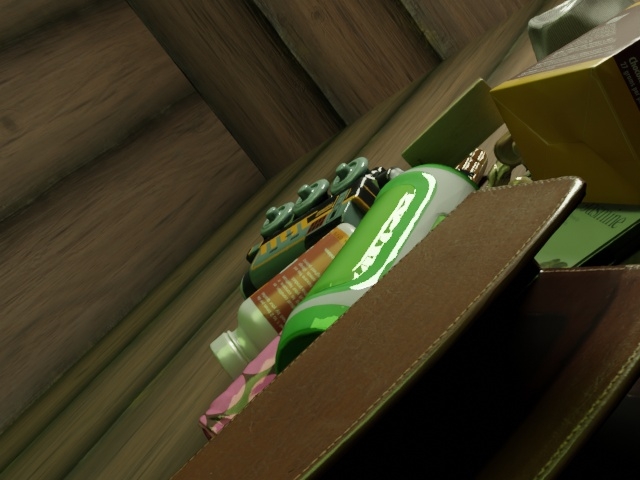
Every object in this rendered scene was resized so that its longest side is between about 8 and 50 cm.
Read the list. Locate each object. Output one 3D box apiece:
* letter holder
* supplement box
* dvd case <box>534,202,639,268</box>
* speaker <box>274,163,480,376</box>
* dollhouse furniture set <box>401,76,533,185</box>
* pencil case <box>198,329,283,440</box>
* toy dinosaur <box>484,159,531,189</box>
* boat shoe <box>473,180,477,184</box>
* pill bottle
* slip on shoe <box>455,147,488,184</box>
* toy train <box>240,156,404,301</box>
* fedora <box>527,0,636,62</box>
[{"bbox_3d":[0.086,0.111,0.431,0.302,0.152,0.214,-42,13,-20],"label":"letter holder"},{"bbox_3d":[0.301,-0.137,0.747,0.194,0.129,0.191,-32,11,-10],"label":"supplement box"},{"bbox_3d":[0.195,0.027,0.770,0.253,0.022,0.180,-37,10,6],"label":"dvd case"},{"bbox_3d":[0.068,0.040,0.741,0.131,0.131,0.296,-30,13,36],"label":"speaker"},{"bbox_3d":[0.175,-0.083,0.910,0.144,0.151,0.123,-43,8,17],"label":"dollhouse furniture set"},{"bbox_3d":[-0.021,0.145,0.818,0.209,0.098,0.095,-41,55,-19],"label":"pencil case"},{"bbox_3d":[0.297,-0.123,0.985,0.268,0.064,0.118,-29,7,28],"label":"toy dinosaur"},{"bbox_3d":[0.167,-0.039,1.038,0.060,0.064,0.178,-34,8,25],"label":"boat shoe"},{"bbox_3d":[-0.017,0.088,0.945,0.216,0.121,0.121,-39,10,-6],"label":"pill bottle"},{"bbox_3d":[0.200,-0.079,1.177,0.135,0.051,0.041,-54,-23,-31],"label":"slip on shoe"},{"bbox_3d":[0.000,0.000,1.269,0.334,0.142,0.190,-29,23,41],"label":"toy train"},{"bbox_3d":[0.421,-0.339,1.308,0.244,0.124,0.275,-30,13,42],"label":"fedora"}]
